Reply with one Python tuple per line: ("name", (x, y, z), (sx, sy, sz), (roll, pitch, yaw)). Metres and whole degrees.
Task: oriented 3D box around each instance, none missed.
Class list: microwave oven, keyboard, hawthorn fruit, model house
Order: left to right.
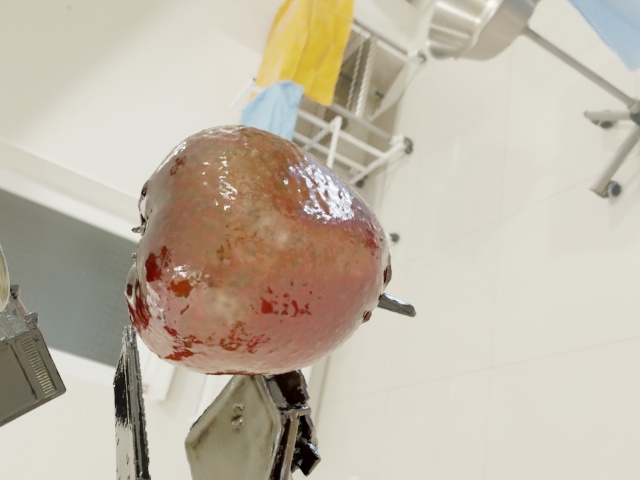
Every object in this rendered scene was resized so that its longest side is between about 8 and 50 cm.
("microwave oven", (-0.618, 0.222, 1.143), (0.188, 0.247, 0.178), (36, 142, 42))
("keyboard", (-0.227, 0.211, 0.758), (0.310, 0.018, 0.101), (-130, 54, -62))
("model house", (-0.081, 0.422, 1.301), (0.297, 0.282, 0.317), (-37, 62, 19))
("hawthorn fruit", (-0.043, 0.035, 0.749), (0.285, 0.368, 0.285), (-51, 26, 37))

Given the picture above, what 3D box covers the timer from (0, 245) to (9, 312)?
("timer", (-0.450, 0.050, 0.573), (0.266, 0.175, 0.175), (-35, -5, -46))
